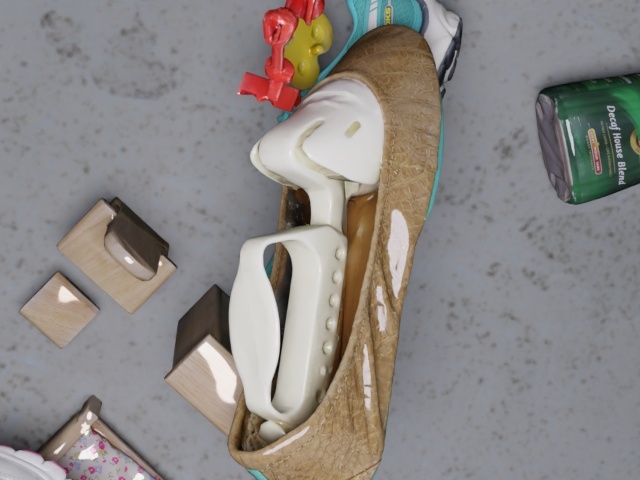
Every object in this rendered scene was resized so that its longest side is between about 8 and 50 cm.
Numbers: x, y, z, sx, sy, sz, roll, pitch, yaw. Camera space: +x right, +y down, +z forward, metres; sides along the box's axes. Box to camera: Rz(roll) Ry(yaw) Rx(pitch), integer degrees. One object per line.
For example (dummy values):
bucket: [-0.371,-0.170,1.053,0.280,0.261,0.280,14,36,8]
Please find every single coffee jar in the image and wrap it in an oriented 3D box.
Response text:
coffee jar: [0.271,-0.095,0.937,0.184,0.079,0.096,-15,102,-3]

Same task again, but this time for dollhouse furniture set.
dollhouse furniture set: [-0.179,0.199,0.906,0.355,0.174,0.303,-45,101,4]

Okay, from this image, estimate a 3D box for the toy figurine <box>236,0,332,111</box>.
toy figurine: [-0.063,-0.295,0.810,0.217,0.191,0.362,19,86,6]

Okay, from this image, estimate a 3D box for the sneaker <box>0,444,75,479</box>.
sneaker: [-0.204,0.250,0.851,0.252,0.111,0.103,40,122,7]

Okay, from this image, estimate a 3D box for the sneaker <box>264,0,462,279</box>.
sneaker: [0.014,-0.070,0.924,0.110,0.107,0.275,26,93,10]

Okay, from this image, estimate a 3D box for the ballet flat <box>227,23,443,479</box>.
ballet flat: [0.000,0.000,0.779,0.124,0.116,0.342,21,76,-46]
